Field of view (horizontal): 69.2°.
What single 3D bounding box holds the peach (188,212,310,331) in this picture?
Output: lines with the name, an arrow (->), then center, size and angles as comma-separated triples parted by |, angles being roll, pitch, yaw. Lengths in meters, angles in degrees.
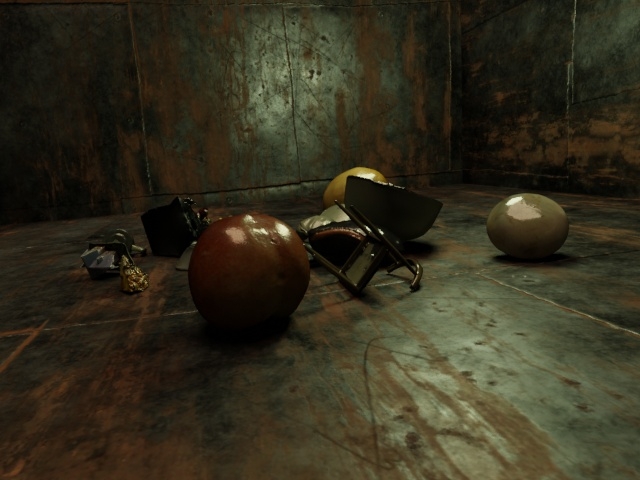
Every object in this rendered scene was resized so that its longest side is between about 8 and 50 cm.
peach -> -0.152, 0.062, 0.973 | 0.252, 0.253, 0.252 | -4, 11, 1

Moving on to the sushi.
sushi -> -0.527, -0.040, 1.810 | 0.227, 0.216, 0.212 | -22, -5, 31

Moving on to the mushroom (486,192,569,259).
mushroom -> 0.616, -0.036, 1.389 | 0.226, 0.178, 0.227 | -4, 47, 4

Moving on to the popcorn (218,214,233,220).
popcorn -> -0.332, -0.022, 1.756 | 0.167, 0.152, 0.149 | -8, 52, -36

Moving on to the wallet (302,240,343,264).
wallet -> -0.091, 0.046, 1.519 | 0.290, 0.054, 0.251 | -4, 14, -39

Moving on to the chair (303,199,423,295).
chair -> 0.109, 0.049, 1.187 | 0.272, 0.166, 0.188 | 38, 0, -15

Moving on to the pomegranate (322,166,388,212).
pomegranate -> 0.155, -0.169, 1.937 | 0.306, 0.308, 0.307 | -4, 11, 1

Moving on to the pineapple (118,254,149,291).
pineapple -> -0.542, 0.097, 1.312 | 0.077, 0.114, 0.114 | -21, 4, 10

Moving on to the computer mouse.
computer mouse -> 0.109, -0.007, 1.469 | 0.322, 0.117, 0.183 | 11, 9, 24

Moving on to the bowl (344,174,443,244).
bowl -> 0.232, -0.091, 1.625 | 0.353, 0.185, 0.354 | 17, 3, -1

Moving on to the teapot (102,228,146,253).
teapot -> -0.758, 0.010, 1.807 | 0.148, 0.111, 0.108 | -11, -2, -7

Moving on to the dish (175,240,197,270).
dish -> -0.385, 0.039, 1.581 | 0.229, 0.081, 0.229 | -4, 10, 1

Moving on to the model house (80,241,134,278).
model house -> -0.698, 0.074, 1.488 | 0.166, 0.117, 0.088 | 1, 28, 20

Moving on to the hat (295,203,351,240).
hat -> 0.029, -0.075, 1.706 | 0.214, 0.149, 0.245 | 8, 59, 25
